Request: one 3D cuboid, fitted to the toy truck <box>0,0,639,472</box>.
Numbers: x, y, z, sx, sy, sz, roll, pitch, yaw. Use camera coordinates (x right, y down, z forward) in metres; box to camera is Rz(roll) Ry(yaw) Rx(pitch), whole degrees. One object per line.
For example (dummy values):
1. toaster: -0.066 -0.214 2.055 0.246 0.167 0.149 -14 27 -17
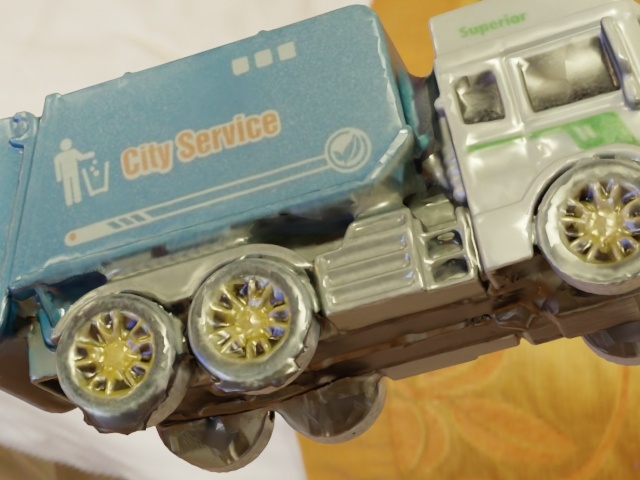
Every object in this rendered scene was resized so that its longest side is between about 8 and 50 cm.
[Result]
1. toy truck: 0.000 0.000 0.719 0.367 0.146 0.175 -14 69 11
